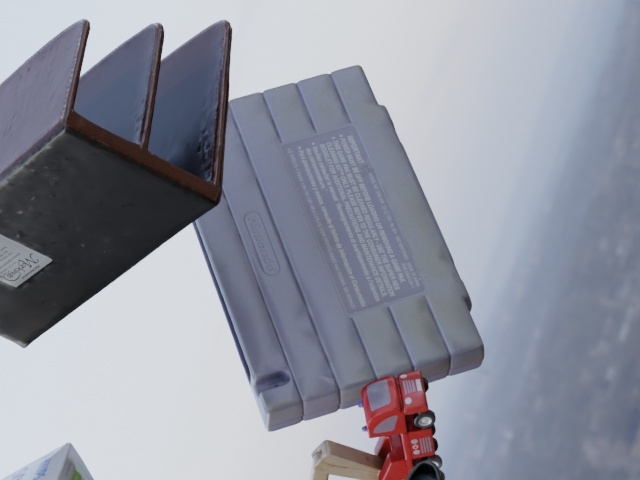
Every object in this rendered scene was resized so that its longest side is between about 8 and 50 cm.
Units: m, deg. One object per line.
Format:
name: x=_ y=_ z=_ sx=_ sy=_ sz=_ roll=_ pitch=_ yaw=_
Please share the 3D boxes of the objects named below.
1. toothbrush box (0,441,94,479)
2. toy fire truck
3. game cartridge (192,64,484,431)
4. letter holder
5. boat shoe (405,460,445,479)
toothbrush box: x=-0.270 y=0.277 z=1.258 sx=0.122 sy=0.283 sz=0.206 roll=61 pitch=-175 yaw=-10
toy fire truck: x=0.042 y=0.202 z=1.709 sx=0.192 sy=0.135 sz=0.047 roll=78 pitch=-179 yaw=-45
game cartridge: x=0.000 y=0.000 z=1.851 sx=0.068 sy=0.230 sz=0.355 roll=97 pitch=155 yaw=-57
letter holder: x=-0.224 y=-0.081 z=1.619 sx=0.302 sy=0.152 sz=0.214 roll=-34 pitch=40 yaw=41
boat shoe: x=0.071 y=0.244 z=1.524 sx=0.040 sy=0.049 sz=0.142 roll=78 pitch=-156 yaw=-56
